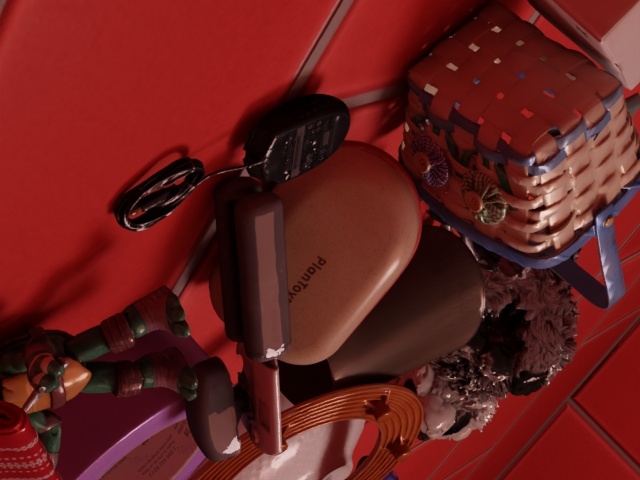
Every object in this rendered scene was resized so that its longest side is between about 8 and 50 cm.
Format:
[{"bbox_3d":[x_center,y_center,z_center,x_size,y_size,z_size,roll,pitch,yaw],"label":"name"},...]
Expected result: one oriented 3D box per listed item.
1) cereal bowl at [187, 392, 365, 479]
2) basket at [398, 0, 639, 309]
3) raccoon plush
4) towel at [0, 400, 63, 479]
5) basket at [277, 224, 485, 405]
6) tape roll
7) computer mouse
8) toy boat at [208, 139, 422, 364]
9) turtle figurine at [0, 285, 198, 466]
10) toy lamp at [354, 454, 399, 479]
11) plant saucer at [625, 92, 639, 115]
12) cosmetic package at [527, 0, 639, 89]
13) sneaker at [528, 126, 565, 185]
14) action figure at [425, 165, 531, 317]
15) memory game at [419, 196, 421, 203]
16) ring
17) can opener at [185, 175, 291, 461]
[{"bbox_3d":[-0.063,0.296,1.887,0.339,0.141,0.339,-38,160,-16],"label":"cereal bowl"},{"bbox_3d":[0.201,-0.078,1.459,0.201,0.255,0.289,-42,143,-12],"label":"basket"},{"bbox_3d":[0.290,0.134,2.201,0.446,0.216,0.299,-35,168,-26],"label":"raccoon plush"},{"bbox_3d":[-0.296,0.188,1.115,0.199,0.031,0.275,-1,150,2],"label":"towel"},{"bbox_3d":[0.056,0.100,1.696,0.227,0.154,0.204,-25,161,-36],"label":"basket"},{"bbox_3d":[-0.214,0.213,1.463,0.275,0.090,0.275,-38,160,-16],"label":"tape roll"},{"bbox_3d":[-0.075,-0.071,1.228,0.242,0.041,0.071,-24,145,-31],"label":"computer mouse"},{"bbox_3d":[0.000,0.000,1.418,0.231,0.151,0.151,-51,-169,23],"label":"toy boat"},{"bbox_3d":[-0.223,0.122,1.198,0.234,0.118,0.175,-21,151,-19],"label":"turtle figurine"},{"bbox_3d":[0.139,0.329,2.389,0.274,0.080,0.080,-50,166,-27],"label":"toy lamp"},{"bbox_3d":[0.394,-0.158,2.043,0.192,0.018,0.067,-25,154,-43],"label":"plant saucer"},{"bbox_3d":[0.353,-0.336,1.344,0.365,0.155,0.197,-45,161,7],"label":"cosmetic package"},{"bbox_3d":[0.316,-0.105,1.897,0.067,0.078,0.188,-40,162,-11],"label":"sneaker"},{"bbox_3d":[0.180,0.033,1.822,0.164,0.141,0.275,-48,165,-33],"label":"action figure"},{"bbox_3d":[0.041,0.013,1.508,0.186,0.012,0.186,-46,-158,25],"label":"memory game"},{"bbox_3d":[-0.022,0.282,1.695,0.337,0.032,0.336,-23,150,-15],"label":"ring"},{"bbox_3d":[-0.079,0.084,1.322,0.095,0.076,0.283,-19,123,-26],"label":"can opener"}]
